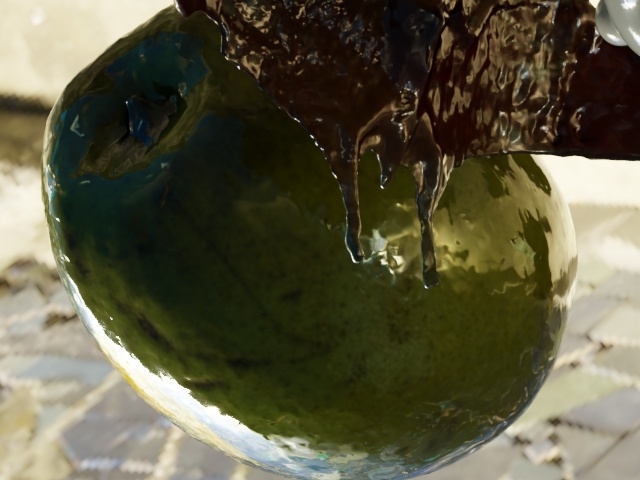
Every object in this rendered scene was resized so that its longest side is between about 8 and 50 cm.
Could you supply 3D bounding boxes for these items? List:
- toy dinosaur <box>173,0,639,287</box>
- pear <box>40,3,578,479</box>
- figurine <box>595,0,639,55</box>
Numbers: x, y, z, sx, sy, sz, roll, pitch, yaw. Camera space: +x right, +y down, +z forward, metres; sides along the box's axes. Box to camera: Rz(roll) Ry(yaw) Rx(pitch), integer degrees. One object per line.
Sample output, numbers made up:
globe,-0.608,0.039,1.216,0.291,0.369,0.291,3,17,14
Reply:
toy dinosaur,0.068,-0.080,0.804,0.113,0.207,0.327,0,143,47
pear,0.000,0.000,1.034,0.253,0.253,0.307,6,156,42
figurine,0.127,-0.139,0.740,0.098,0.081,0.146,-29,134,13
